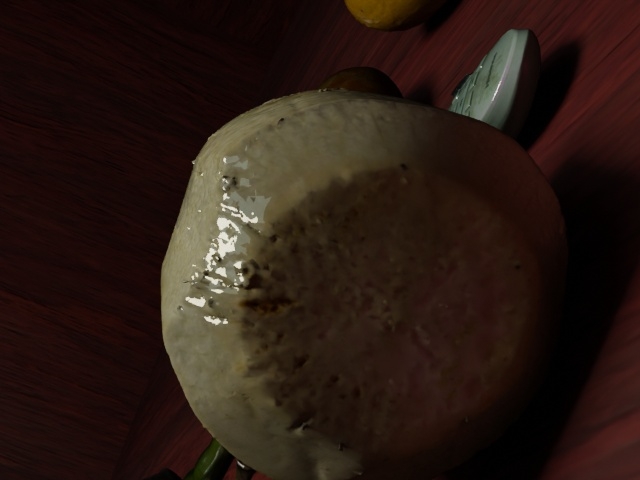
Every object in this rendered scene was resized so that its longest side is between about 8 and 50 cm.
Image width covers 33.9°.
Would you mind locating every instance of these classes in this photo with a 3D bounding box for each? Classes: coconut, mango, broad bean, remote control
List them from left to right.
[{"bbox_3d":[-0.130,0.262,1.302,0.226,0.039,0.069,-61,18,24],"label":"broad bean"},{"bbox_3d":[0.016,0.022,0.592,0.241,0.241,0.241,-157,90,-80],"label":"coconut"},{"bbox_3d":[0.031,-0.115,1.090,0.267,0.111,0.133,-118,36,-76],"label":"mango"},{"bbox_3d":[0.115,-0.327,1.116,0.317,0.119,0.176,-45,16,54],"label":"mango"},{"bbox_3d":[0.106,-0.070,0.795,0.256,0.045,0.097,126,165,-63],"label":"remote control"}]

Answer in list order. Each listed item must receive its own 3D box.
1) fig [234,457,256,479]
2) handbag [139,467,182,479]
[{"bbox_3d":[-0.142,0.307,0.987,0.274,0.170,0.146,-48,-30,12],"label":"fig"},{"bbox_3d":[-0.275,0.420,1.349,0.223,0.080,0.246,-4,-58,-63],"label":"handbag"}]
